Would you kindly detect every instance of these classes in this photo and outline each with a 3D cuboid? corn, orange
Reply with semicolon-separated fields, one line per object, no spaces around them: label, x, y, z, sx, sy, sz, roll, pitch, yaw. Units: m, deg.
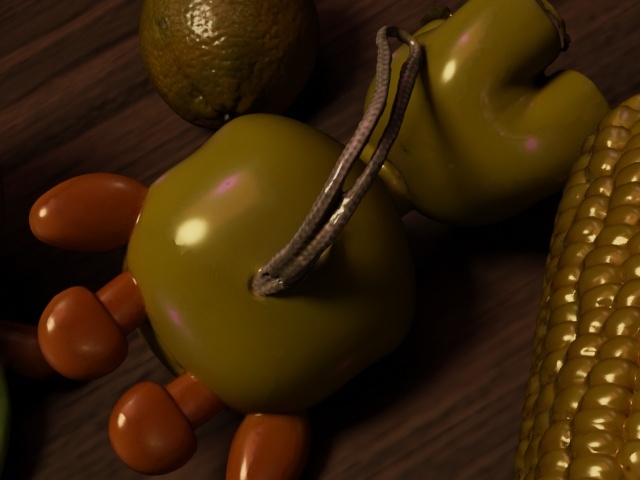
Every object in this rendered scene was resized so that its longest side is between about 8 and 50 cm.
corn;0.110;0.057;0.604;0.101;0.101;0.310;-6;42;25
orange;-0.043;-0.093;0.874;0.085;0.085;0.095;-15;51;16

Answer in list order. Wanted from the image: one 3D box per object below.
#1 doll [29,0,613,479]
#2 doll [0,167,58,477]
doll;0.000;0.000;0.718;0.221;0.143;0.135;-35;6;-17
doll;-0.203;0.012;0.792;0.236;0.213;0.213;30;56;-1
